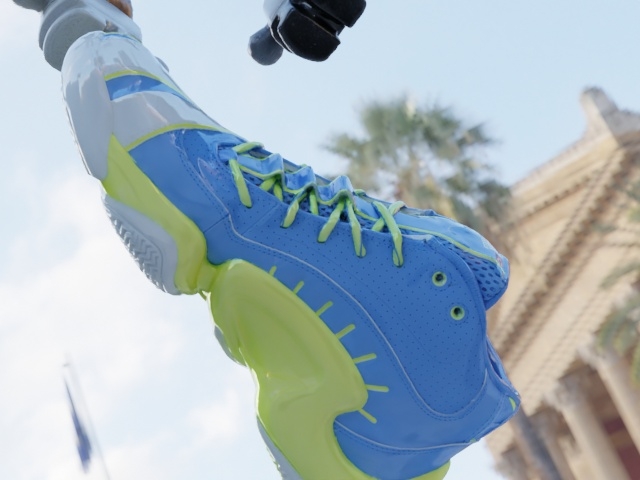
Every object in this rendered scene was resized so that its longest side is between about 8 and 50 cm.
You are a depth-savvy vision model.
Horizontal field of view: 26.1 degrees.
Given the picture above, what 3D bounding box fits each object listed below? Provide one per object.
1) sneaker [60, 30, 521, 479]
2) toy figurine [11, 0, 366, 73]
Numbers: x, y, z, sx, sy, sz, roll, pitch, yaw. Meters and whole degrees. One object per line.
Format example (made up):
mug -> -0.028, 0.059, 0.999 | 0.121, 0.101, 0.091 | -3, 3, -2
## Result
sneaker -> 0.000, 0.000, 0.567 | 0.126, 0.240, 0.091 | -29, 17, 8
toy figurine -> -0.081, -0.195, 0.785 | 0.213, 0.148, 0.209 | -13, -67, -4
